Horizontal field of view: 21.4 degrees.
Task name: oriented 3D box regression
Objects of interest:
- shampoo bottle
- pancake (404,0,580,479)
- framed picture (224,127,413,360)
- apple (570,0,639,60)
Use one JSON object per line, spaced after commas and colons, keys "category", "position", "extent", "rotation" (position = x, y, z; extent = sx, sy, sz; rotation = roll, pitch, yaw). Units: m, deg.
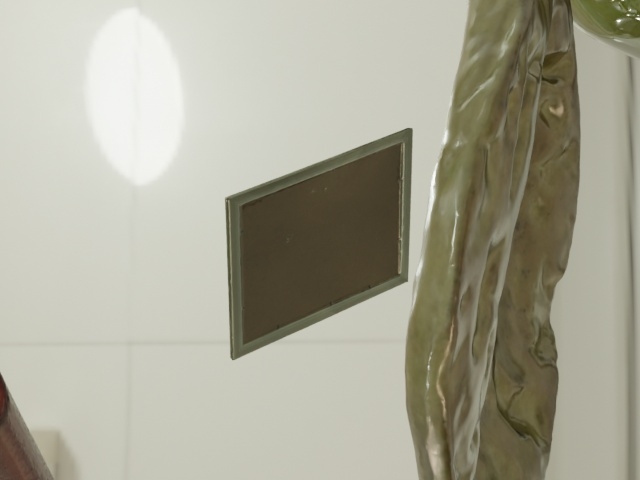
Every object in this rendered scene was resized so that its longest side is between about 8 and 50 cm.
{"category": "shampoo bottle", "position": [-0.223, 0.170, 1.195], "extent": [0.064, 0.102, 0.260], "rotation": [-39, -33, -19]}
{"category": "pancake", "position": [0.059, 0.000, 0.625], "extent": [0.242, 0.050, 0.242], "rotation": [4, -90, -76]}
{"category": "framed picture", "position": [0.000, 0.000, 1.303], "extent": [0.183, 0.011, 0.142], "rotation": [-23, -53, -34]}
{"category": "apple", "position": [0.355, -0.354, 1.409], "extent": [0.473, 0.474, 0.473], "rotation": [7, -98, -58]}
